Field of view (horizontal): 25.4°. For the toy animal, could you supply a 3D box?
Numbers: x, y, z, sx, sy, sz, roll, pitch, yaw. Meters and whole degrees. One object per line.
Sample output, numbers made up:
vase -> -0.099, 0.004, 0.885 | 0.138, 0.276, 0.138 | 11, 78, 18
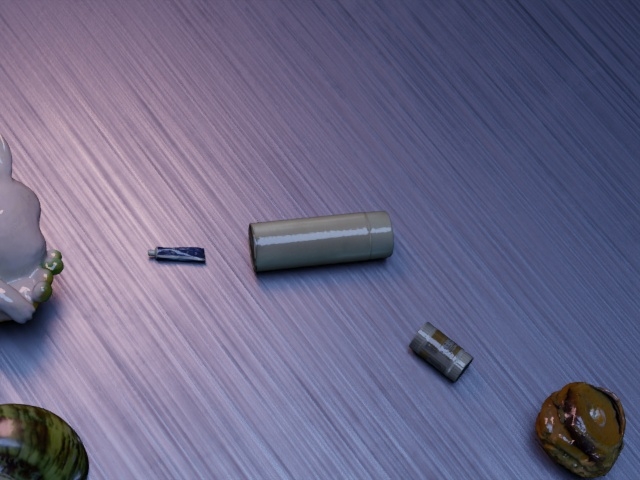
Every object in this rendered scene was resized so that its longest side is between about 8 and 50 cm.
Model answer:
toy animal -> -0.487, 0.009, 1.910 | 0.247, 0.183, 0.310 | 42, 66, -23

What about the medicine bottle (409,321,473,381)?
medicine bottle -> 0.170, 0.156, 1.998 | 0.083, 0.047, 0.047 | 38, 66, 12

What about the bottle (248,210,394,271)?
bottle -> 0.000, 0.000, 2.040 | 0.201, 0.072, 0.072 | -5, 65, -9

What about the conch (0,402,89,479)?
conch -> -0.398, 0.296, 1.826 | 0.187, 0.124, 0.181 | 22, 67, -5

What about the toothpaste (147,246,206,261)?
toothpaste -> -0.206, 0.019, 2.037 | 0.083, 0.019, 0.027 | 2, 47, -10

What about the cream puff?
cream puff -> 0.356, 0.261, 1.938 | 0.119, 0.104, 0.133 | -7, 69, -45
